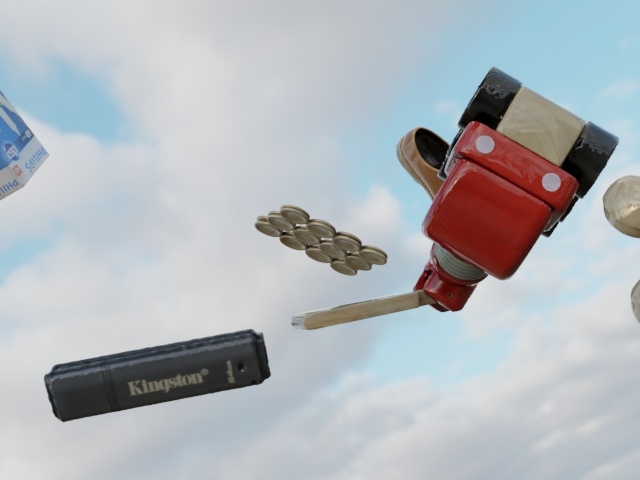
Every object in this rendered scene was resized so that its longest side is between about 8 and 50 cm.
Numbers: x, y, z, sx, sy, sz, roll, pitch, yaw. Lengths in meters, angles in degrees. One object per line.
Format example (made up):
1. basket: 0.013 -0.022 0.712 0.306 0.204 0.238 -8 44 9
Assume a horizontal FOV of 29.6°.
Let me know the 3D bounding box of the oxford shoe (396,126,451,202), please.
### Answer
1. oxford shoe: 0.188 -0.070 1.635 0.076 0.212 0.076 -46 -1 -15

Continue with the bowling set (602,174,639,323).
1. bowling set: 0.273 -0.010 0.691 0.154 0.287 0.199 3 -55 -17

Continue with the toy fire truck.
1. toy fire truck: 0.104 -0.001 1.008 0.246 0.158 0.217 -58 -6 -12

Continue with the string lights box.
1. string lights box: -0.557 -0.198 1.930 0.077 0.259 0.133 -28 20 20

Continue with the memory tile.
1. memory tile: 0.000 0.000 1.461 0.148 0.012 0.113 27 -23 -18

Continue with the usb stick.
1. usb stick: -0.203 0.168 1.513 0.278 0.077 0.045 -10 14 -3
